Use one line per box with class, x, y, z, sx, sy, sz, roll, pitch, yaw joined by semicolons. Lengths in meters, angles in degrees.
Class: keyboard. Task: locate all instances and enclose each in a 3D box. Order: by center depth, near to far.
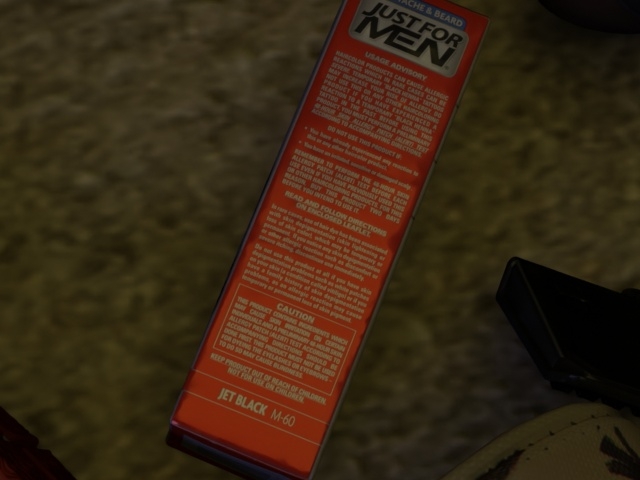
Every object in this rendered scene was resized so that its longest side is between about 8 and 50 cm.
keyboard;0.148;0.052;0.550;0.180;0.108;0.023;20;113;-15

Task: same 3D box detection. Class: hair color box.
hair color box;0.000;0.000;0.538;0.053;0.093;0.167;24;76;-1

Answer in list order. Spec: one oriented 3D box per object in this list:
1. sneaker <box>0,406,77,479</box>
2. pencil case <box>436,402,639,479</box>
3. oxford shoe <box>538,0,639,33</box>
sneaker;-0.167;0.095;0.517;0.221;0.087;0.128;42;85;16
pencil case;0.131;0.247;0.401;0.183;0.160;0.410;-31;61;-11
oxford shoe;0.174;-0.127;0.590;0.227;0.096;0.083;-12;93;-29
